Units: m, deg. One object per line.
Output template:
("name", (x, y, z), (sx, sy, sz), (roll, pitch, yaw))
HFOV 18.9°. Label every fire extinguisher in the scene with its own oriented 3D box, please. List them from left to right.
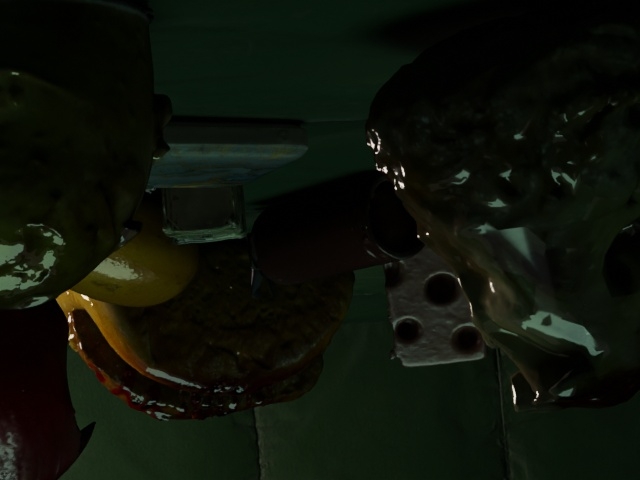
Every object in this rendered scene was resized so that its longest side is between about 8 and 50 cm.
("fire extinguisher", (0.000, 0.000, 2.095), (0.105, 0.105, 0.269), (1, 170, -39))

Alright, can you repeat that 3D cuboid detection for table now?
("table", (-0.118, -0.034, 1.917), (0.079, 0.062, 0.083), (-6, 172, 2))

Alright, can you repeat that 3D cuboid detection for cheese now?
("cheese", (0.136, 0.035, 2.468), (0.128, 0.203, 0.177), (-9, -157, 3))

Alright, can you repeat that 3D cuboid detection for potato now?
("potato", (-0.255, -0.047, 1.257), (0.299, 0.196, 0.246), (-6, 171, 19))

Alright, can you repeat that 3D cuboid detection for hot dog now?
("hot dog", (-0.147, 0.117, 2.450), (0.405, 0.223, 0.185), (0, 174, -30))

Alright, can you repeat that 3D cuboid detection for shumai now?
("shumai", (0.208, -0.022, 1.393), (0.346, 0.283, 0.217), (-3, 173, -12))

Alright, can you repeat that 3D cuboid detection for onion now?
("onion", (-0.418, 0.152, 2.120), (0.341, 0.341, 0.341), (-5, 172, -1))

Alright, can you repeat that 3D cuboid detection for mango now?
("mango", (-0.220, 0.003, 1.995), (0.145, 0.112, 0.219), (-10, 159, 37))

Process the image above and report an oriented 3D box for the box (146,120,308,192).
("box", (-0.161, -0.075, 1.675), (0.285, 0.044, 0.142), (-1, 167, -31))
